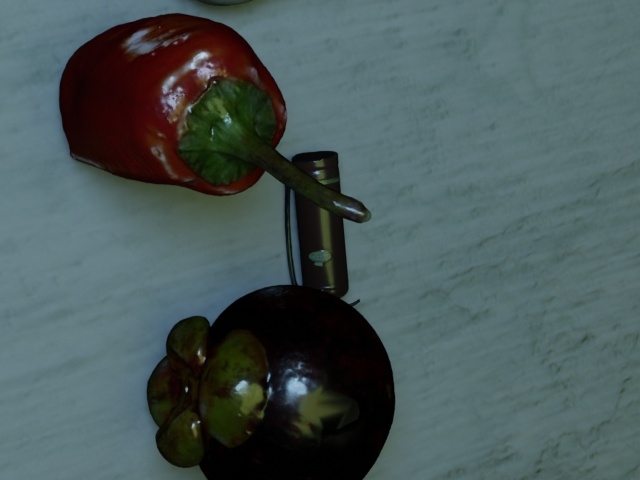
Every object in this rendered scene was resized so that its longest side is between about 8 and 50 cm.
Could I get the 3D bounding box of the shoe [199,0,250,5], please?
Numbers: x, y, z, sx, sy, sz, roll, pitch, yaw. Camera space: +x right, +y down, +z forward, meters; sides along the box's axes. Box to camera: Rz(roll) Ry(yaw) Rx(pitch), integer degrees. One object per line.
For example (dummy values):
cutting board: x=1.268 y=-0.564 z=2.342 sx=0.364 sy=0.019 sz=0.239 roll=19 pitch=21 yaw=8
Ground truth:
shoe: x=-0.025 y=-0.310 z=0.985 sx=0.172 sy=0.198 sz=0.351 roll=-12 pitch=137 yaw=-33

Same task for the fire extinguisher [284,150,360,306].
fire extinguisher: x=0.000 y=0.000 z=1.195 sx=0.064 sy=0.043 sz=0.158 roll=-3 pitch=101 yaw=7

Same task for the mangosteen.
mangosteen: x=-0.037 y=0.133 z=1.119 sx=0.210 sy=0.210 sz=0.210 roll=-4 pitch=101 yaw=-23

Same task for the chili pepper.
chili pepper: x=-0.096 y=-0.098 z=0.973 sx=0.134 sy=0.338 sz=0.131 roll=-9 pitch=105 yaw=-25
